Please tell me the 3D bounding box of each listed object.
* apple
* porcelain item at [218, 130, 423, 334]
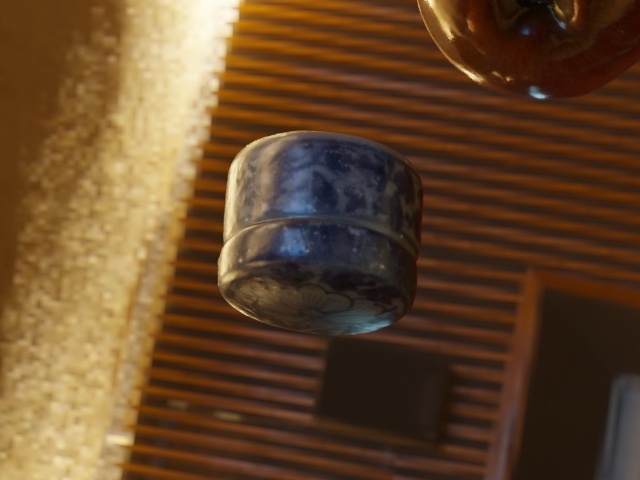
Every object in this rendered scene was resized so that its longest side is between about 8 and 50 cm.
[{"bbox_3d":[0.159,-0.189,1.365,0.174,0.188,0.188,-58,-36,-68],"label":"apple"},{"bbox_3d":[0.000,0.000,1.421,0.147,0.147,0.114,41,-131,-54],"label":"porcelain item"}]
